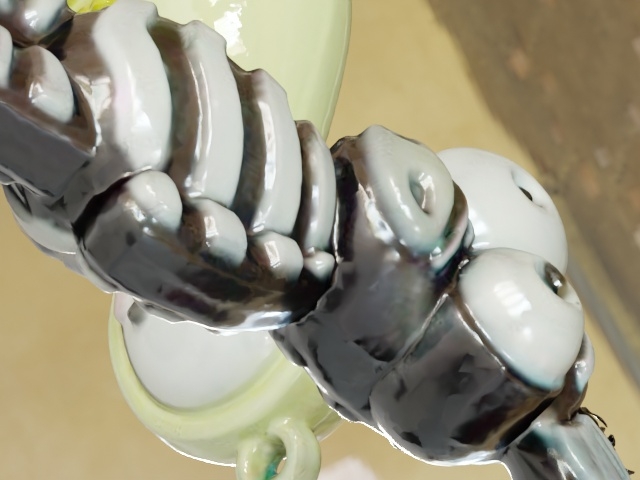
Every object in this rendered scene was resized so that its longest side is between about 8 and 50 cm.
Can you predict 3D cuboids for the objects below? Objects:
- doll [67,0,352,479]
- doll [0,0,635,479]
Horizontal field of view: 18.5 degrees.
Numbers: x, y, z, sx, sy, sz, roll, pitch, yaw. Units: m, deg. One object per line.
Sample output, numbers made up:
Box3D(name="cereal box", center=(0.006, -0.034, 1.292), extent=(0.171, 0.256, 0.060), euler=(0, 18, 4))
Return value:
Box3D(name="doll", center=(-0.043, -0.037, 0.712), extent=(0.117, 0.141, 0.296), euler=(39, 28, -42))
Box3D(name="doll", center=(0.000, 0.000, 0.450), extent=(0.219, 0.067, 0.091), euler=(32, 24, -28))
